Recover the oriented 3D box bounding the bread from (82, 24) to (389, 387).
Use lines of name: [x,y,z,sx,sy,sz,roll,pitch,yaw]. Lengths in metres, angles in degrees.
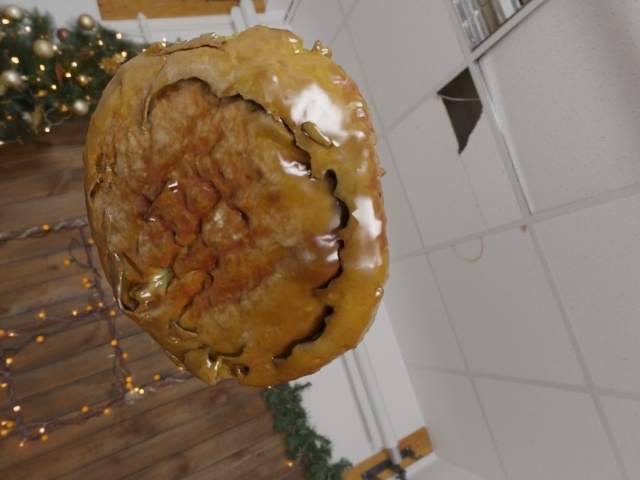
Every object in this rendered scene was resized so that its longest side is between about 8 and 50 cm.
bread: [-0.079,-0.031,0.471,0.337,0.204,0.358,0,-81,22]
